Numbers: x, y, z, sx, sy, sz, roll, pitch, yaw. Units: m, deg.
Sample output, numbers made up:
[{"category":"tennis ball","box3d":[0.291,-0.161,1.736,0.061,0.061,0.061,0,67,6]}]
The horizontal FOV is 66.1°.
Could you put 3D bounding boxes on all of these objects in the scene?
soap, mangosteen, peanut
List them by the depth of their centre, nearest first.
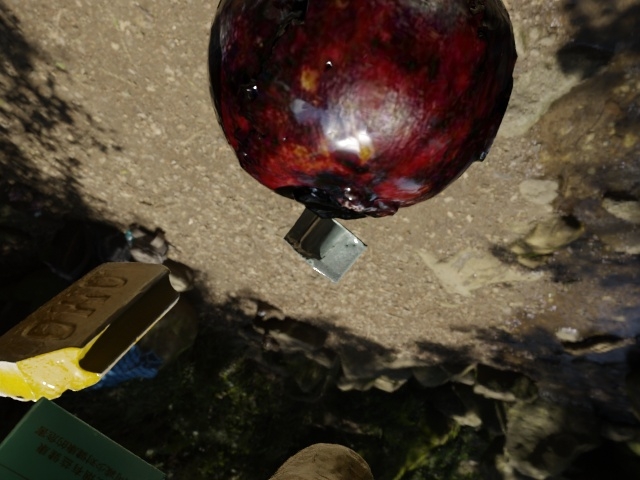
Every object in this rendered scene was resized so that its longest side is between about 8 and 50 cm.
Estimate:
[{"category":"peanut","box3d":[-0.012,0.332,0.574,0.147,0.148,0.319,8,177,23]},{"category":"mangosteen","box3d":[0.065,-0.231,0.611,0.381,0.421,0.381,30,-176,-3]},{"category":"soap","box3d":[-0.321,0.117,0.679,0.140,0.232,0.073,-1,118,23]}]

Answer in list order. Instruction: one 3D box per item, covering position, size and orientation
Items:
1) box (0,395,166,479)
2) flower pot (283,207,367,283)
[{"category":"box","box3d":[-0.251,0.266,0.433,0.162,0.229,0.041,39,110,-12]},{"category":"flower pot","box3d":[0.000,0.000,1.080,0.103,0.108,0.229,39,179,-22]}]
